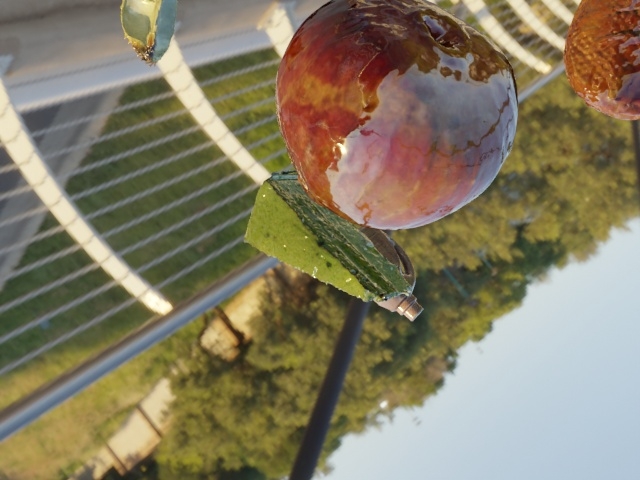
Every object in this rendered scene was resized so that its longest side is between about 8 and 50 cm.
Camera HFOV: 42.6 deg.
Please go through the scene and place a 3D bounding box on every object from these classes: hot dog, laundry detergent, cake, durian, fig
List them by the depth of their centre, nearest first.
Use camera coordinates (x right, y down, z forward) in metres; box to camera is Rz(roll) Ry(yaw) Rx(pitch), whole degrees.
[{"bbox_3d":[0.051,-0.096,0.648,0.205,0.205,0.205,-39,173,-6],"label":"fig"},{"bbox_3d":[0.386,-0.252,0.991,0.227,0.160,0.099,-60,176,-2],"label":"hot dog"},{"bbox_3d":[0.006,0.020,1.050,0.100,0.235,0.099,-10,138,-49],"label":"cake"},{"bbox_3d":[0.157,0.071,1.899,0.171,0.237,0.076,-38,166,-45],"label":"laundry detergent"},{"bbox_3d":[-0.414,-0.553,1.988,0.139,0.144,0.252,-134,-117,-71],"label":"durian"}]
